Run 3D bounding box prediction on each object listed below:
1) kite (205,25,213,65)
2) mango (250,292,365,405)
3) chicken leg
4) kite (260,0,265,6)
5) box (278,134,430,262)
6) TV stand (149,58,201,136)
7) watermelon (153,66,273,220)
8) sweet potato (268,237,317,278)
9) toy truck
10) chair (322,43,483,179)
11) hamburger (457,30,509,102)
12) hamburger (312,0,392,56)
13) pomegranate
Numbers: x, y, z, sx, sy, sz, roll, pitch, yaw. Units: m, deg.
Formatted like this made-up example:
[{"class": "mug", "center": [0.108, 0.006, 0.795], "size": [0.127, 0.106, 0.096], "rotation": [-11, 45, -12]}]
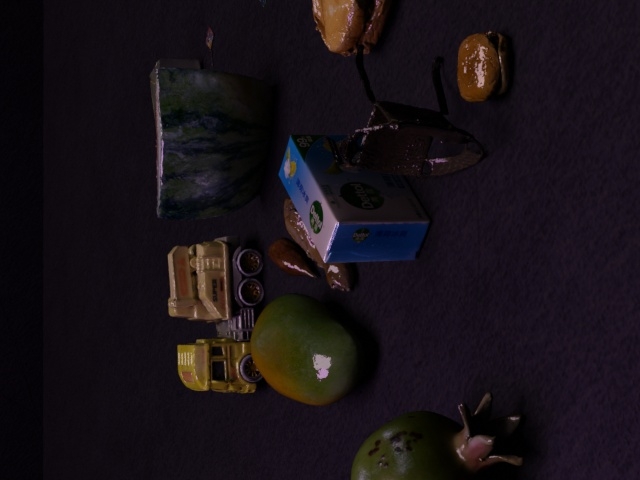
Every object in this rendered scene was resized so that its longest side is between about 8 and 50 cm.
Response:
[{"class": "kite", "center": [-0.205, -0.369, 2.424], "size": [0.044, 0.002, 0.078], "rotation": [118, 144, -47]}, {"class": "mango", "center": [-0.013, 0.166, 1.908], "size": [0.251, 0.114, 0.156], "rotation": [20, 99, 51]}, {"class": "chicken leg", "center": [-0.003, 0.000, 1.923], "size": [0.198, 0.069, 0.085], "rotation": [61, 145, 35]}, {"class": "kite", "center": [-0.100, -0.440, 2.185], "size": [0.122, 0.004, 0.090], "rotation": [-178, 86, -65]}, {"class": "box", "center": [0.043, -0.059, 1.726], "size": [0.194, 0.139, 0.073], "rotation": [-117, 35, -44]}, {"class": "TV stand", "center": [-0.261, -0.209, 2.451], "size": [0.083, 0.088, 0.269], "rotation": [138, 127, -61]}, {"class": "watermelon", "center": [-0.205, -0.175, 2.177], "size": [0.201, 0.213, 0.261], "rotation": [-141, 54, -60]}, {"class": "sweet potato", "center": [-0.038, 0.035, 2.033], "size": [0.117, 0.049, 0.049], "rotation": [35, 124, 48]}, {"class": "toy truck", "center": [-0.187, 0.130, 2.222], "size": [0.124, 0.157, 0.272], "rotation": [172, 97, -65]}, {"class": "chair", "center": [0.101, -0.131, 1.576], "size": [0.213, 0.174, 0.149], "rotation": [-110, 33, -58]}, {"class": "hamburger", "center": [0.190, -0.204, 1.512], "size": [0.076, 0.044, 0.083], "rotation": [176, 90, -66]}, {"class": "hamburger", "center": [0.043, -0.336, 1.786], "size": [0.138, 0.083, 0.147], "rotation": [64, 147, 36]}, {"class": "pomegranate", "center": [0.143, 0.272, 1.509], "size": [0.224, 0.181, 0.181], "rotation": [-41, 51, 32]}]
